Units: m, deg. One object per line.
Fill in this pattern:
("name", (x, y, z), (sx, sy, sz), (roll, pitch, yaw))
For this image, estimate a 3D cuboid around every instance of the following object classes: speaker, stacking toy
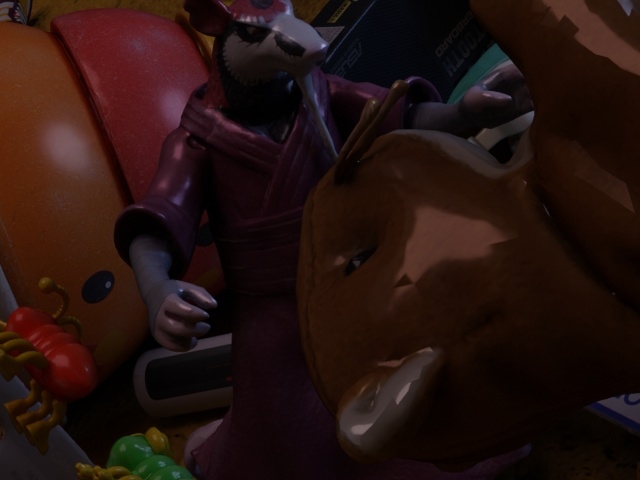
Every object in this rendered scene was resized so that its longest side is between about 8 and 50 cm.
("speaker", (-0.073, 0.099, 1.314), (0.136, 0.055, 0.055), (-13, 38, 32))
("stacking toy", (-0.098, -0.086, 1.411), (0.480, 0.350, 0.350), (-23, 30, -8))

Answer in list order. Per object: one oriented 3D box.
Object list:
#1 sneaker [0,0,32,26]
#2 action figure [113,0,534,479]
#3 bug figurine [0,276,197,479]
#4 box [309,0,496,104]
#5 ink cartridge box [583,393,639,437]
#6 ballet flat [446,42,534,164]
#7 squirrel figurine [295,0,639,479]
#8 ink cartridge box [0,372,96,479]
("sneaker", (-0.371, -0.248, 2.079), (0.084, 0.069, 0.185), (-4, 48, 29))
("action figure", (0.000, 0.000, 1.073), (0.248, 0.370, 0.276), (-17, 12, -10))
("bug figurine", (-0.119, 0.163, 1.091), (0.072, 0.279, 0.216), (-33, 43, -20))
("box", (0.086, -0.139, 1.355), (0.059, 0.183, 0.232), (6, 49, 48))
("ink cartridge box", (0.243, -0.001, 1.132), (0.307, 0.072, 0.303), (-46, 33, -12))
("ballet flat", (0.114, -0.067, 1.224), (0.247, 0.083, 0.087), (-45, 10, -8))
("squirrel figurine", (0.185, 0.025, 0.810), (0.370, 0.397, 0.281), (-35, -12, 6))
("ink cartridge box", (-0.400, 0.164, 1.297), (0.385, 0.308, 0.091), (-31, 31, 6))
